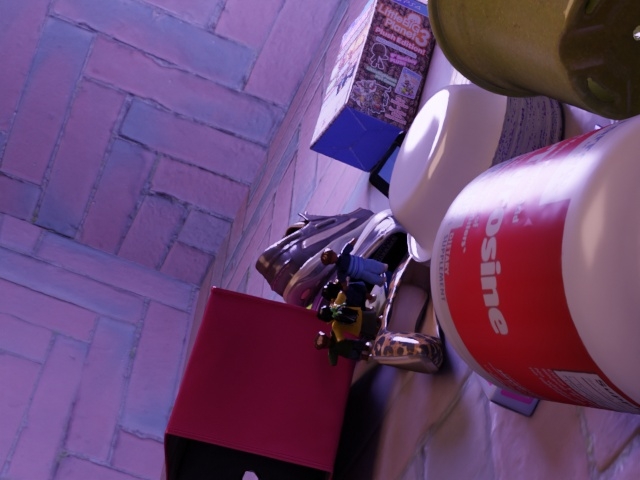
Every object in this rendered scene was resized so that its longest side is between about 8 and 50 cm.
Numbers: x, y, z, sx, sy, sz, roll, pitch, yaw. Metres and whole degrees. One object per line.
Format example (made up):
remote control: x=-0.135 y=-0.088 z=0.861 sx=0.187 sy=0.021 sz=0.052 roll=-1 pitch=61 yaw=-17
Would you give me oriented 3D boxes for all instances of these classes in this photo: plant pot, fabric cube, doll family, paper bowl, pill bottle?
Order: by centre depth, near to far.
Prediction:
pill bottle: x=0.254 y=0.020 z=0.864 sx=0.407 sy=0.229 sz=0.229 roll=163 pitch=127 yaw=-75
plant pot: x=0.285 y=-0.251 z=1.202 sx=0.276 sy=0.276 sz=0.254 roll=-65 pitch=24 yaw=16
paper bowl: x=0.195 y=-0.097 z=1.528 sx=0.284 sy=0.148 sz=0.284 roll=-158 pitch=90 yaw=-77
doll family: x=0.039 y=0.092 z=1.697 sx=0.076 sy=0.111 sz=0.193 roll=-45 pitch=35 yaw=51
fabric cube: x=-0.091 y=0.268 z=1.775 sx=0.259 sy=0.254 sz=0.258 roll=101 pitch=-178 yaw=-56

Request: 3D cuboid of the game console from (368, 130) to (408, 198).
game console: x=0.139 y=-0.092 z=1.925 sx=0.085 sy=0.124 sz=0.144 roll=-43 pitch=-8 yaw=-43

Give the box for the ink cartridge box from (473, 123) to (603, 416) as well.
ink cartridge box: x=0.256 y=0.019 z=1.268 sx=0.311 sy=0.065 sz=0.186 roll=-64 pitch=13 yaw=13

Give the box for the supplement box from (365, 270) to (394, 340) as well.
supplement box: x=0.109 y=0.107 z=1.765 sx=0.083 sy=0.056 sz=0.083 roll=-93 pitch=27 yaw=-62

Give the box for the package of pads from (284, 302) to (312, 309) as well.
package of pads: x=-0.053 y=0.256 z=2.123 sx=0.296 sy=0.101 sz=0.229 roll=-97 pitch=32 yaw=-68

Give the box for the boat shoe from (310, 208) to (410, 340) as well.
boat shoe: x=0.070 y=0.092 z=1.876 sx=0.301 sy=0.108 sz=0.102 roll=-57 pitch=13 yaw=18

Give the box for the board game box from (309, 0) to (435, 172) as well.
board game box: x=0.111 y=-0.325 z=2.300 sx=0.232 sy=0.141 sz=0.291 roll=137 pitch=152 yaw=-64

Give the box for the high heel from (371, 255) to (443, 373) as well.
high heel: x=0.134 y=0.089 z=1.581 sx=0.261 sy=0.093 sz=0.186 roll=137 pitch=147 yaw=-83

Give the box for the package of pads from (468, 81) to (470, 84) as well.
package of pads: x=0.262 y=-0.255 z=1.776 sx=0.083 sy=0.032 sz=0.050 roll=131 pitch=154 yaw=-58

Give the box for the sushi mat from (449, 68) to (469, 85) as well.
sushi mat: x=0.266 y=-0.337 z=1.930 sx=0.151 sy=0.019 sz=0.316 roll=145 pitch=144 yaw=-71

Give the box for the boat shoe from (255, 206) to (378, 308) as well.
boat shoe: x=0.000 y=0.000 z=2.027 sx=0.132 sy=0.130 sz=0.355 roll=-57 pitch=-10 yaw=27

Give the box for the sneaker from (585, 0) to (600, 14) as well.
sneaker: x=0.288 y=-0.409 z=1.507 sx=0.208 sy=0.127 sz=0.319 roll=-3 pitch=105 yaw=68
